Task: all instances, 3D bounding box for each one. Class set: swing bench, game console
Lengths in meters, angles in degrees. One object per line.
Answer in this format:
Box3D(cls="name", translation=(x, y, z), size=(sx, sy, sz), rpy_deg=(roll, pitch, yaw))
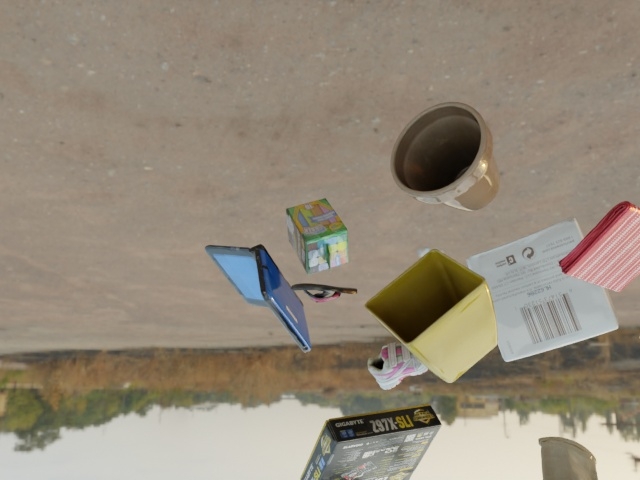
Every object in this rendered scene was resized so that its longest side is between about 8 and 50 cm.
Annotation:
Box3D(cls="swing bench", translation=(0.683, 0.708, 1.756), size=(0.165, 0.255, 0.253), rpy_deg=(-4, -161, 18))
Box3D(cls="game console", translation=(-0.166, 0.156, 1.735), size=(0.173, 0.250, 0.293), rpy_deg=(-22, 135, 9))

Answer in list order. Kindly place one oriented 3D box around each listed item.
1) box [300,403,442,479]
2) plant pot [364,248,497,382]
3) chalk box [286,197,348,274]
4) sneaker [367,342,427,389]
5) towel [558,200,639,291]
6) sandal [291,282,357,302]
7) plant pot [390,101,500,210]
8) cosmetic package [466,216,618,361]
Box3D(cls="box", translation=(0.132, 0.557, 1.713), size=(0.322, 0.079, 0.257), rpy_deg=(-1, 130, -27))
Box3D(cls="plant pot", translation=(0.263, 0.179, 1.426), size=(0.187, 0.212, 0.212), rpy_deg=(54, 173, -26))
Box3D(cls="chalk box", translation=(0.000, 0.000, 1.863), size=(0.132, 0.213, 0.132), rpy_deg=(-16, 133, -16))
Box3D(cls="sneaker", translation=(0.247, 0.366, 2.013), size=(0.252, 0.103, 0.111), rpy_deg=(-39, 120, 24))
Box3D(cls="towel", translation=(0.655, 0.019, 1.423), size=(0.275, 0.031, 0.199), rpy_deg=(16, 122, -40))
Box3D(cls="sandal", translation=(0.012, 0.121, 1.464), size=(0.179, 0.040, 0.067), rpy_deg=(9, 178, -41))
Box3D(cls="plant pot", translation=(0.349, -0.187, 1.663), size=(0.263, 0.263, 0.229), rpy_deg=(-10, 153, 38))
Box3D(cls="cosmetic package", translation=(0.681, 0.145, 1.980), size=(0.329, 0.327, 0.393), rpy_deg=(-23, 170, 21))
